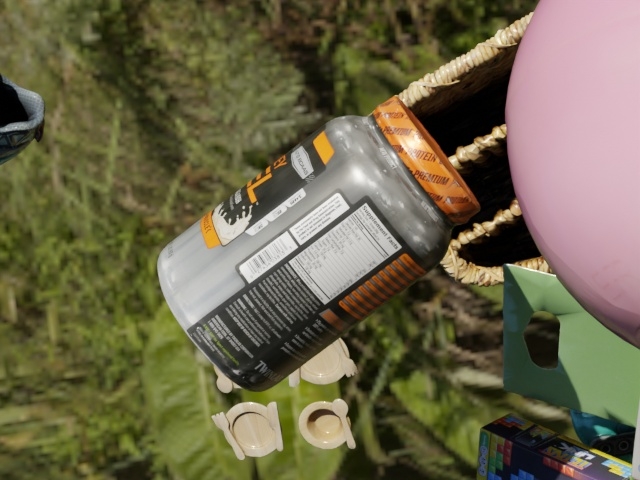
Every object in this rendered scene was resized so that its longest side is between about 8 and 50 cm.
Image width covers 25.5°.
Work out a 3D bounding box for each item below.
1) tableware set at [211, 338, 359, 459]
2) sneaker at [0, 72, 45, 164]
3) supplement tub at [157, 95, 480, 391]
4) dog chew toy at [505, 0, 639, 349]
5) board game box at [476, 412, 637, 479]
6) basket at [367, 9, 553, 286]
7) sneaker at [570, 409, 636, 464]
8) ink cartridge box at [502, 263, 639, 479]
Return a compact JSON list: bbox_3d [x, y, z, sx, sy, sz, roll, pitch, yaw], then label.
[{"bbox_3d":[-0.038,0.161,1.466,0.020,0.169,0.141,-59,-41,-66],"label":"tableware set"},{"bbox_3d":[-0.380,-0.169,1.373,0.125,0.262,0.104,-16,55,46],"label":"sneaker"},{"bbox_3d":[0.000,0.000,0.903,0.117,0.190,0.117,51,-171,-11],"label":"supplement tub"},{"bbox_3d":[0.179,-0.119,0.547,0.206,0.207,0.331,128,150,-67],"label":"dog chew toy"},{"bbox_3d":[0.200,0.254,1.223,0.141,0.048,0.170,20,117,43],"label":"board game box"},{"bbox_3d":[0.217,-0.083,1.308,0.213,0.299,0.223,63,-165,7],"label":"basket"},{"bbox_3d":[0.315,0.133,1.252,0.123,0.178,0.295,-76,-2,-47],"label":"sneaker"},{"bbox_3d":[0.242,0.112,1.044,0.171,0.235,0.056,82,-154,-49],"label":"ink cartridge box"}]
